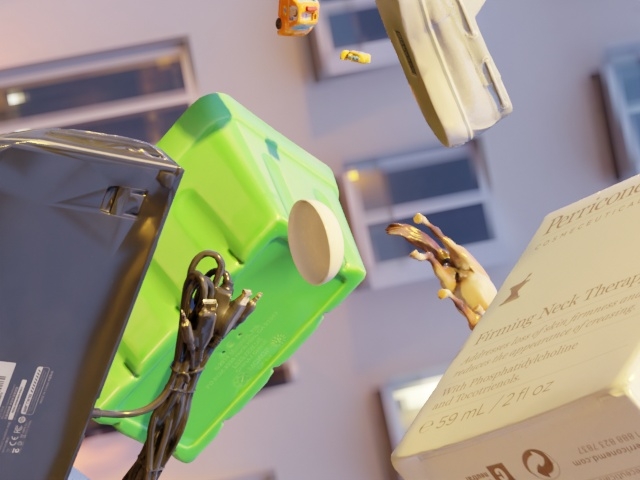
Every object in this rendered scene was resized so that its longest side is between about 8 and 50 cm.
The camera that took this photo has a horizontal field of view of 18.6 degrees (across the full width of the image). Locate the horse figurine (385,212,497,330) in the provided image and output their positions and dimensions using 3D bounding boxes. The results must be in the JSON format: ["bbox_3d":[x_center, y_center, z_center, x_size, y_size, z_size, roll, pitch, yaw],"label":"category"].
[{"bbox_3d":[0.185,0.065,2.517,0.174,0.066,0.263,38,14,-49],"label":"horse figurine"}]

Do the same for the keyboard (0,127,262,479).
[{"bbox_3d":[-0.150,0.089,1.077,0.033,0.201,0.317,47,-61,50],"label":"keyboard"}]

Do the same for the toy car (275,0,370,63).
[{"bbox_3d":[0.010,-0.215,1.908,0.040,0.122,0.060,18,-89,53],"label":"toy car"}]

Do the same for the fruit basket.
[{"bbox_3d":[-0.164,0.011,2.129,0.283,0.392,0.392,33,31,-47],"label":"fruit basket"}]

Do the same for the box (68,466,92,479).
[{"bbox_3d":[-0.352,0.349,2.263,0.119,0.182,0.181,38,6,-7],"label":"box"}]

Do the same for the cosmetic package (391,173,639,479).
[{"bbox_3d":[0.348,0.162,1.897,0.327,0.394,0.329,49,-41,-14],"label":"cosmetic package"}]

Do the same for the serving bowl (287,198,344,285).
[{"bbox_3d":[0.000,0.000,1.854,0.083,0.027,0.083,31,-53,55],"label":"serving bowl"}]

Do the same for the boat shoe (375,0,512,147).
[{"bbox_3d":[0.096,-0.189,1.574,0.227,0.081,0.079,68,-10,-23],"label":"boat shoe"}]
